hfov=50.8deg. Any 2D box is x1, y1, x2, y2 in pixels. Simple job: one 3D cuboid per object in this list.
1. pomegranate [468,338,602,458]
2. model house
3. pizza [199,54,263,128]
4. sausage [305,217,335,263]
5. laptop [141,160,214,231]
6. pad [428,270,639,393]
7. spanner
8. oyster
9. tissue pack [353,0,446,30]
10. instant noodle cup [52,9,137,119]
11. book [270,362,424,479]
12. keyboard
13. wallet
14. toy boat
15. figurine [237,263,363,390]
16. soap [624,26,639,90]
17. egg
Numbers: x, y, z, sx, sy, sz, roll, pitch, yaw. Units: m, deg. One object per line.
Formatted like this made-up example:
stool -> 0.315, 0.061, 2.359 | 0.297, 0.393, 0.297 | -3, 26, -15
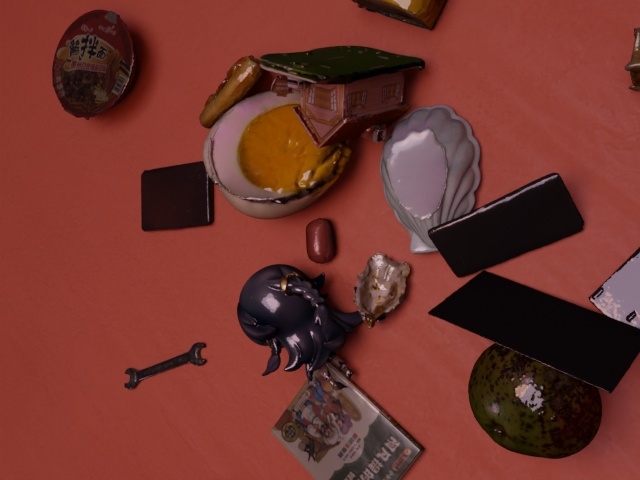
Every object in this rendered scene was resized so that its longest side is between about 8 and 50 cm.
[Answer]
pomegranate -> 0.368, 0.232, 1.091 | 0.248, 0.214, 0.214 | -37, 65, -16
model house -> 0.039, -0.272, 1.276 | 0.207, 0.294, 0.153 | 24, 122, 38
pizza -> -0.184, -0.334, 1.442 | 0.197, 0.058, 0.292 | -58, 16, -26
sausage -> 0.001, 0.000, 1.367 | 0.054, 0.059, 0.094 | -7, 77, 14
laptop -> -0.336, -0.101, 1.575 | 0.207, 0.026, 0.153 | -5, 85, 28
pad -> 0.351, 0.134, 1.085 | 0.300, 0.202, 0.005 | 22, 122, 33
spanner -> -0.362, 0.291, 1.553 | 0.255, 0.015, 0.054 | -23, 75, 24
oyster -> 0.114, 0.100, 1.298 | 0.103, 0.051, 0.148 | 23, 68, 25
tissue pack -> 0.175, -0.563, 1.287 | 0.192, 0.134, 0.270 | 27, 98, 27
instant noodle cup -> -0.537, -0.427, 1.673 | 0.274, 0.091, 0.273 | -3, 84, 28
book -> 0.045, 0.391, 1.323 | 0.264, 0.027, 0.202 | 40, 103, 25
keyboard -> 0.582, 0.017, 1.079 | 0.317, 0.027, 0.106 | -49, 63, 15
wallet -> 0.322, -0.021, 1.177 | 0.244, 0.025, 0.124 | -25, 118, 24
toy boat -> 0.195, -0.124, 1.255 | 0.200, 0.100, 0.290 | -13, 77, 27
figurine -> -0.041, 0.157, 1.317 | 0.265, 0.175, 0.196 | 19, 102, 21
soap -> 0.601, -0.278, 1.035 | 0.234, 0.135, 0.076 | 7, 88, 28
egg -> -0.078, -0.161, 1.371 | 0.286, 0.174, 0.264 | -36, 67, -9
